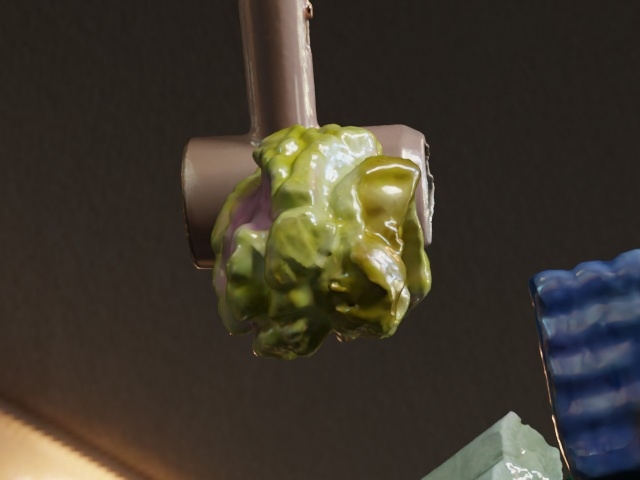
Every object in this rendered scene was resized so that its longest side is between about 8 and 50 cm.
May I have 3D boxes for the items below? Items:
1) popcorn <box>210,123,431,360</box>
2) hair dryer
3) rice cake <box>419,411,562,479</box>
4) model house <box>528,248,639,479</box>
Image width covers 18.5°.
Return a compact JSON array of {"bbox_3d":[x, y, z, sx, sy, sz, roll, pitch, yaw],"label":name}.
[{"bbox_3d":[0.000,0.000,1.110,0.126,0.145,0.126,7,-72,8],"label":"popcorn"},{"bbox_3d":[-0.018,-0.148,1.488,0.189,0.107,0.344,-3,-73,5],"label":"hair dryer"},{"bbox_3d":[0.013,0.180,0.944,0.237,0.127,0.043,-36,-74,30],"label":"rice cake"},{"bbox_3d":[0.215,0.110,0.965,0.251,0.295,0.329,-9,-61,4],"label":"model house"}]
